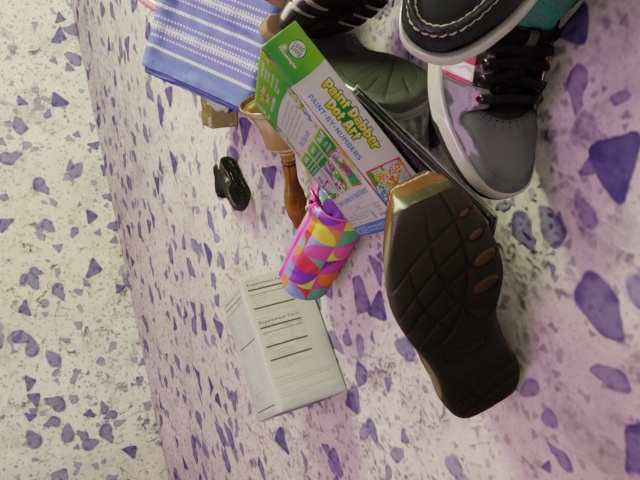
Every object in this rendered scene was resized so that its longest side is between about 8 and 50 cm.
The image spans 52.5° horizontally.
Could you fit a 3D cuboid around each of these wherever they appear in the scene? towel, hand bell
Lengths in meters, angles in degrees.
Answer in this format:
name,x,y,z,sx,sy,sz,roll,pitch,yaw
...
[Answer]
name,x,y,z,sx,sy,sz,roll,pitch,yaw
towel,-0.176,-0.407,1.090,0.243,0.040,0.336,27,115,18
hand bell,-0.053,-0.127,1.115,0.126,0.126,0.242,37,143,52

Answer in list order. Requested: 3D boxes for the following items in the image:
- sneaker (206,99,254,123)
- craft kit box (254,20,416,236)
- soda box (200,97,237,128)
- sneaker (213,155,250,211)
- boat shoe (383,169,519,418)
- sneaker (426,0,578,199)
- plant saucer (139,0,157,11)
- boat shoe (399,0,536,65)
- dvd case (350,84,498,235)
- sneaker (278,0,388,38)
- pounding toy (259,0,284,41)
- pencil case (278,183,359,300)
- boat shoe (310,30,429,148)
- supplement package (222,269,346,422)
name,x,y,z,sx,sy,sz,roll,pitch,yaw
sneaker,-0.210,-0.314,1.241,0.297,0.111,0.129,33,140,28
craft kit box,0.015,-0.119,0.811,0.247,0.061,0.250,48,173,-4
soda box,-0.214,-0.329,1.353,0.058,0.061,0.181,34,129,54
sneaker,-0.198,-0.115,1.421,0.170,0.051,0.089,69,151,28
boat shoe,0.129,0.062,0.720,0.120,0.122,0.324,-117,6,-54
sneaker,0.187,-0.192,0.602,0.178,0.123,0.296,169,91,-72
plant saucer,-0.230,-0.564,1.145,0.332,0.084,0.332,8,108,25
boat shoe,0.148,-0.277,0.482,0.114,0.091,0.303,28,87,20
dvd case,0.116,-0.064,0.752,0.221,0.018,0.164,49,172,24
sneaker,0.045,-0.379,0.802,0.281,0.106,0.163,-23,70,42
pounding toy,-0.061,-0.381,0.946,0.094,0.181,0.206,-1,73,63
pencil case,0.000,0.000,1.038,0.104,0.104,0.236,62,149,29
boat shoe,0.031,-0.213,0.888,0.320,0.118,0.103,38,153,42
supplement package,-0.072,0.190,1.203,0.139,0.133,0.244,-44,62,58
